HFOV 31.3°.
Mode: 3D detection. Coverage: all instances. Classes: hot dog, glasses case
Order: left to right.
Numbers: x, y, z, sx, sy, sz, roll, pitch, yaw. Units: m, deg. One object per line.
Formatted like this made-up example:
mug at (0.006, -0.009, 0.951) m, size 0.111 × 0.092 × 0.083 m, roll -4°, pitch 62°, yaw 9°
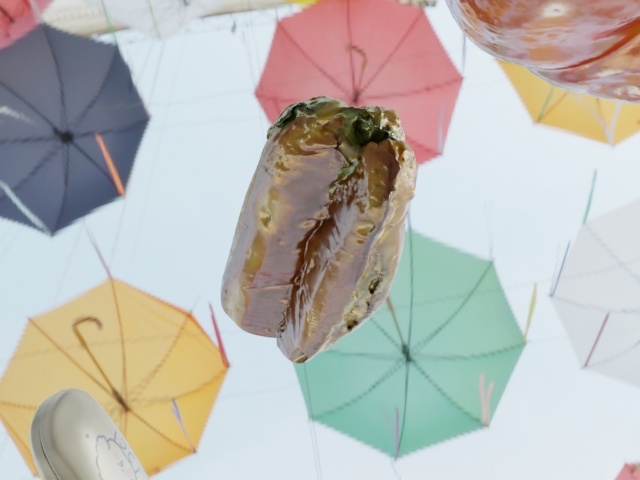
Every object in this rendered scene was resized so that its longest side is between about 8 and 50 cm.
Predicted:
glasses case at (-0.157, 0.201, 0.860) m, size 0.049 × 0.197 × 0.076 m, roll -19°, pitch -162°, yaw 19°
hot dog at (0.000, 0.000, 0.767) m, size 0.115 × 0.269 × 0.072 m, roll 40°, pitch -124°, yaw 8°

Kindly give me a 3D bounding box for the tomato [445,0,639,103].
tomato at (0.178, -0.176, 0.567) m, size 0.260 × 0.260 × 0.180 m, roll -4°, pitch -100°, yaw -1°
